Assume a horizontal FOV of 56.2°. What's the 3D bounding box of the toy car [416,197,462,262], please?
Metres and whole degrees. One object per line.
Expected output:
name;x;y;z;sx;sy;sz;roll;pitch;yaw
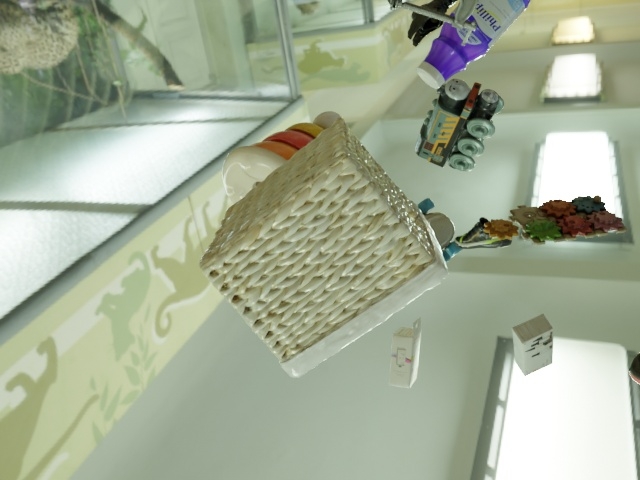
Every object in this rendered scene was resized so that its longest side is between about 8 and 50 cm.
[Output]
toy car;0.345;0.014;2.133;0.210;0.219;0.238;-31;170;-41

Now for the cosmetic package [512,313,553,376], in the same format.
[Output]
cosmetic package;0.615;0.308;1.730;0.098;0.239;0.060;-24;-129;3

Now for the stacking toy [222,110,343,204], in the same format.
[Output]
stacking toy;-0.064;-0.272;1.991;0.350;0.351;0.480;9;-134;33

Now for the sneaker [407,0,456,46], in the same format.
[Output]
sneaker;0.276;-0.537;1.416;0.170;0.051;0.089;-32;-138;19

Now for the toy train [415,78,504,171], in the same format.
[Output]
toy train;0.392;-0.325;1.721;0.190;0.334;0.142;22;-114;6

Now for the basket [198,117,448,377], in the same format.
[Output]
basket;0.000;0.000;1.074;0.331;0.266;0.328;-38;-164;14

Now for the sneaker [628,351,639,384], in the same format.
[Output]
sneaker;0.838;0.349;1.441;0.313;0.136;0.116;7;-161;-36

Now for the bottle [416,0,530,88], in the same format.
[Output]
bottle;0.328;-0.458;1.309;0.283;0.118;0.092;-47;-179;2

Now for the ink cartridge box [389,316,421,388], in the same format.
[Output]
ink cartridge box;0.258;0.333;1.821;0.067;0.198;0.115;6;-175;20

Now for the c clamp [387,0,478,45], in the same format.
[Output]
c clamp;0.162;-0.346;0.882;0.160;0.022;0.137;20;167;-4

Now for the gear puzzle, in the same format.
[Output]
gear puzzle;0.570;-0.059;1.503;0.338;0.044;0.175;-8;-145;-4

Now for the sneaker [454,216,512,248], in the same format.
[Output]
sneaker;0.522;-0.028;1.920;0.084;0.097;0.234;-14;-175;-31
